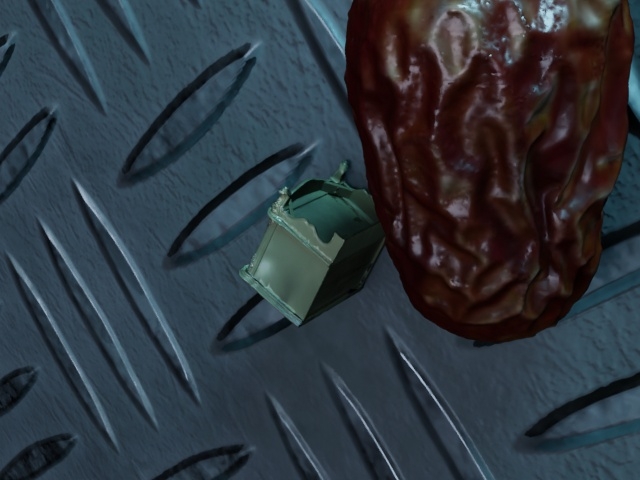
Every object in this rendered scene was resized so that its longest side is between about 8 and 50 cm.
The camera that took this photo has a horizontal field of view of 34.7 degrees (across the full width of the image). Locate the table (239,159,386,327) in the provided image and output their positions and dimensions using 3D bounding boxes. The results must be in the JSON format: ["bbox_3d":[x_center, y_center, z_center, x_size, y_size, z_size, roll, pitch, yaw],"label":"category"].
[{"bbox_3d":[0.000,0.000,0.709,0.062,0.079,0.083,41,129,18],"label":"table"}]

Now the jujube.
[{"bbox_3d":[0.092,-0.059,0.560,0.155,0.155,0.230,13,125,37],"label":"jujube"}]
